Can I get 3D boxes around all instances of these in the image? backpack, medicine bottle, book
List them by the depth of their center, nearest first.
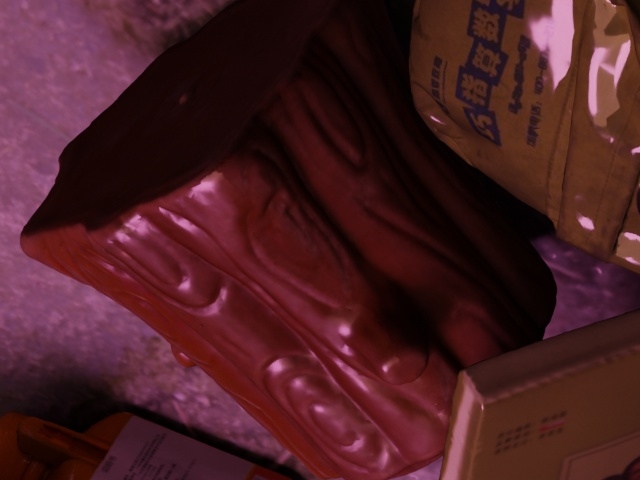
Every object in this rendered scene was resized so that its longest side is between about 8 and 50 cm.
[{"bbox_3d":[0.167,-0.079,0.858,0.253,0.140,0.207,23,135,20],"label":"backpack"},{"bbox_3d":[0.166,0.161,1.039,0.352,0.239,0.035,94,152,-44],"label":"book"},{"bbox_3d":[-0.135,0.206,1.295,0.222,0.112,0.149,21,133,10],"label":"medicine bottle"}]

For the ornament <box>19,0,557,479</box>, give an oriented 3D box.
[{"bbox_3d":[0.000,0.000,0.978,0.217,0.235,0.221,47,178,-22],"label":"ornament"}]
